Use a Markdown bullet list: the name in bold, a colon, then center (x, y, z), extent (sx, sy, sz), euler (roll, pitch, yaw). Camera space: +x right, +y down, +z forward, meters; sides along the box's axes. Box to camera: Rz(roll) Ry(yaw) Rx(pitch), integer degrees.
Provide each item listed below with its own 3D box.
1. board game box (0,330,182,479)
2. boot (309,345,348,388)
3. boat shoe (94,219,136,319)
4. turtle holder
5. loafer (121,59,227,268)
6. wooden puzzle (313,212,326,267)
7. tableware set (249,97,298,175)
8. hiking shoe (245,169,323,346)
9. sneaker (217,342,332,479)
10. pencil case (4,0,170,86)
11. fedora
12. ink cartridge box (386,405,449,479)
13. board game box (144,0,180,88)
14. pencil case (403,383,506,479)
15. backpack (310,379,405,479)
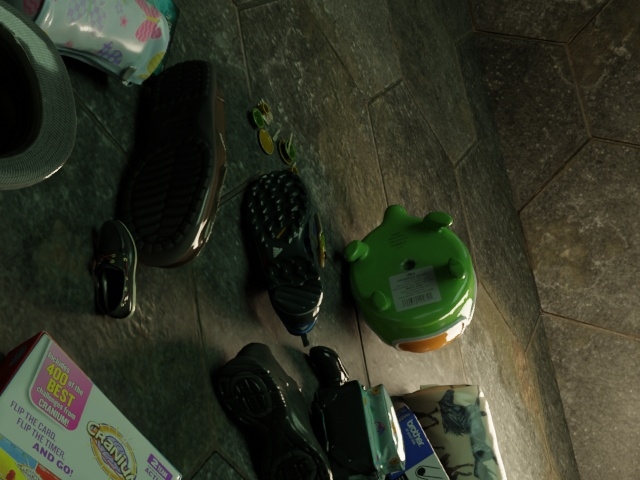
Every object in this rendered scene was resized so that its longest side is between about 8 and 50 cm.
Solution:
- **board game box**: center (-0.284, 0.278, 1.113), extent (0.242, 0.064, 0.316), euler (51, 29, -18)
- **boot**: center (0.017, 0.250, 1.878), extent (0.121, 0.045, 0.099), euler (54, 29, -42)
- **boat shoe**: center (-0.265, 0.034, 1.406), extent (0.042, 0.049, 0.132), euler (32, 49, -67)
- **turtle holder**: center (0.166, 0.081, 2.149), extent (0.320, 0.243, 0.227), euler (40, -18, 39)
- **loafer**: center (-0.183, -0.098, 1.573), extent (0.130, 0.134, 0.365), euler (62, 27, -47)
- **wooden puzzle**: center (0.000, 0.000, 1.819), extent (0.116, 0.014, 0.078), euler (-101, -173, -52)
- **tableware set**: center (-0.080, -0.183, 2.001), extent (0.154, 0.024, 0.104), euler (63, 25, -21)
- **hiking shoe**: center (-0.064, 0.020, 1.830), extent (0.132, 0.113, 0.304), euler (92, -8, -53)
- **sneaker**: center (-0.051, 0.277, 1.645), extent (0.130, 0.109, 0.286), euler (-65, 136, -69)
- **pencil case**: center (-0.317, -0.289, 1.447), extent (0.273, 0.114, 0.124), euler (14, 88, -63)
- **fedora**: center (-0.401, -0.150, 1.143), extent (0.275, 0.124, 0.243), euler (2, 69, -56)
- **ink cartridge box**: center (0.166, 0.413, 2.014), extent (0.207, 0.097, 0.046), euler (61, -8, -22)
- **board game box**: center (-0.273, -0.339, 1.684), extent (0.126, 0.026, 0.186), euler (52, 31, -40)
- **pencil case**: center (0.283, 0.472, 2.157), extent (0.183, 0.160, 0.410), euler (138, -60, -66)
- **backpack**: center (0.060, 0.324, 1.769), extent (0.188, 0.145, 0.165), euler (90, -13, -61)
